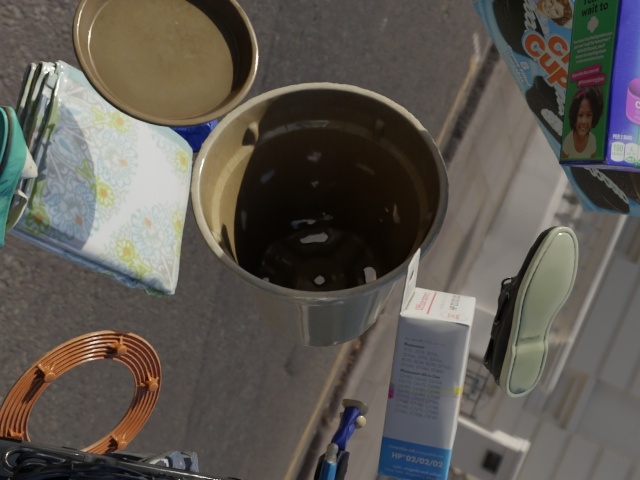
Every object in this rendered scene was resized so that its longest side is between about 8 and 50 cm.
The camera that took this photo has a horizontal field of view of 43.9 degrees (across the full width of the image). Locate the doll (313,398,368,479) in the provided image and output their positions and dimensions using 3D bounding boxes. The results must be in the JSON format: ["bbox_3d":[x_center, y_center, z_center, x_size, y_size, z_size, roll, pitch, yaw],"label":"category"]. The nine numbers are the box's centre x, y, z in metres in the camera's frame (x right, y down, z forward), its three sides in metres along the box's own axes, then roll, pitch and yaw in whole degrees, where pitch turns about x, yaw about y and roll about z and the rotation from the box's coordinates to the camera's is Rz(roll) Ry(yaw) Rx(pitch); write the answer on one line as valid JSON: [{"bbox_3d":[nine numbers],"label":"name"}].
[{"bbox_3d":[0.017,0.304,1.064,0.129,0.046,0.189,95,14,-49],"label":"doll"}]

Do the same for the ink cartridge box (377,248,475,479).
[{"bbox_3d":[0.097,0.106,0.696,0.104,0.061,0.181,-36,133,-74],"label":"ink cartridge box"}]

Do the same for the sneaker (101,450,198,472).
[{"bbox_3d":[-0.259,0.341,1.101,0.235,0.153,0.094,88,-7,-85],"label":"sneaker"}]

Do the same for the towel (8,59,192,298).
[{"bbox_3d":[-0.386,-0.103,1.409,0.374,0.090,0.321,32,55,-45],"label":"towel"}]

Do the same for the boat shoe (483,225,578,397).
[{"bbox_3d":[0.384,0.122,1.501,0.127,0.113,0.340,-4,112,-27],"label":"boat shoe"}]

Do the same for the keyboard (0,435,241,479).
[{"bbox_3d":[-0.164,0.167,0.564,0.201,0.317,0.033,-20,-124,60],"label":"keyboard"}]

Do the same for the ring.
[{"bbox_3d":[-0.441,0.320,1.493,0.336,0.032,0.337,-26,133,-31],"label":"ring"}]

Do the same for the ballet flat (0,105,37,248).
[{"bbox_3d":[-0.461,-0.085,1.147,0.087,0.083,0.247,0,126,-50],"label":"ballet flat"}]

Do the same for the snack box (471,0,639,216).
[{"bbox_3d":[0.320,-0.173,0.946,0.060,0.322,0.187,-37,-164,-11],"label":"snack box"}]

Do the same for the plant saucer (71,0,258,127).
[{"bbox_3d":[-0.232,-0.292,1.202,0.278,0.278,0.041,-58,-174,-25],"label":"plant saucer"}]

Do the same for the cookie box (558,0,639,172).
[{"bbox_3d":[0.169,-0.087,0.389,0.040,0.091,0.107,-167,-100,-70],"label":"cookie box"}]

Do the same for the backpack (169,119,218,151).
[{"bbox_3d":[-0.282,-0.239,1.686,0.098,0.120,0.101,-87,167,-67],"label":"backpack"}]

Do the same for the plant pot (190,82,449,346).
[{"bbox_3d":[0.000,0.000,1.150,0.334,0.333,0.305,-58,164,-26],"label":"plant pot"}]
